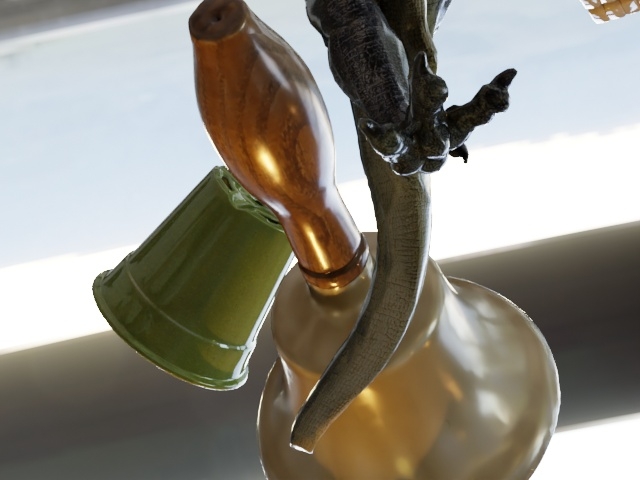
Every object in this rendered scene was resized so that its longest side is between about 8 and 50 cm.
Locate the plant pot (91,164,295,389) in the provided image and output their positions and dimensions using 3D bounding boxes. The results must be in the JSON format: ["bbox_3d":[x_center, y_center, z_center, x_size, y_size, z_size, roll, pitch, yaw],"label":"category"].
[{"bbox_3d":[-0.047,0.011,0.821,0.079,0.083,0.083,-54,170,19],"label":"plant pot"}]

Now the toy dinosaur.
[{"bbox_3d":[0.021,-0.068,0.471,0.064,0.268,0.118,-2,-175,-19],"label":"toy dinosaur"}]

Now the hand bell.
[{"bbox_3d":[0.000,0.000,0.645,0.126,0.126,0.242,-11,142,13],"label":"hand bell"}]

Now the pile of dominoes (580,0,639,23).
[{"bbox_3d":[0.146,-0.136,0.915,0.040,0.196,0.251,-16,167,14],"label":"pile of dominoes"}]
